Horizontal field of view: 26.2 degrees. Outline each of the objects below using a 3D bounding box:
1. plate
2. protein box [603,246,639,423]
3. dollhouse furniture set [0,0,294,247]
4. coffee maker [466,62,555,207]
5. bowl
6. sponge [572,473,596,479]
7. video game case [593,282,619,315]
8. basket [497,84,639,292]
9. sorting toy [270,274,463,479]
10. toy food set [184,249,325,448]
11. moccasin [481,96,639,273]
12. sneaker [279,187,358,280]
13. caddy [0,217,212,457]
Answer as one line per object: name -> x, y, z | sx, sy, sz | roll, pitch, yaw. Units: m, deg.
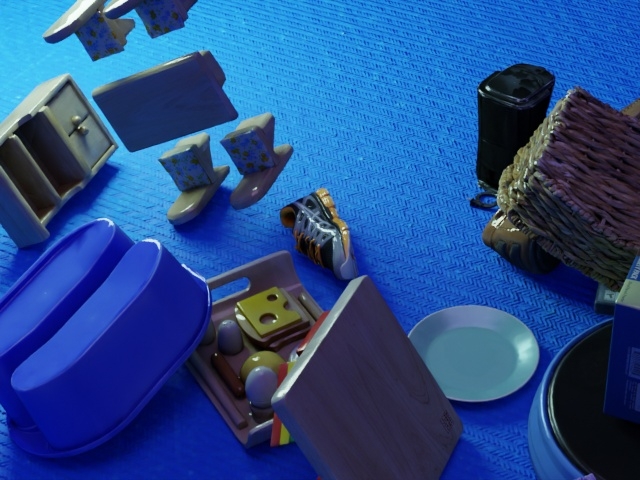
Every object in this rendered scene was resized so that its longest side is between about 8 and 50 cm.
plate -> 0.209, 0.161, 1.911 | 0.188, 0.024, 0.188 | -3, 41, 3
protein box -> 0.466, 0.129, 1.669 | 0.201, 0.200, 0.136 | 15, 45, 21
dollhouse furniture set -> -0.320, -0.168, 2.113 | 0.394, 0.362, 0.256 | -14, 30, 35
coffee maker -> 0.303, -0.165, 2.165 | 0.120, 0.178, 0.171 | 8, 42, 16
bowl -> 0.463, 0.235, 1.758 | 0.391, 0.077, 0.391 | -3, 40, 2
sponge -> 0.339, 0.381, 1.567 | 0.031, 0.117, 0.210 | -13, 41, -13
video game case -> 0.516, 0.030, 2.016 | 0.196, 0.026, 0.274 | 8, 36, 14
basket -> 0.386, -0.016, 1.850 | 0.299, 0.223, 0.213 | 29, 55, -2
sorting toy -> 0.041, 0.223, 1.706 | 0.089, 0.257, 0.255 | -18, 23, 37
toy food set -> -0.068, 0.139, 1.911 | 0.219, 0.092, 0.306 | -23, 44, -19
moccasin -> 0.401, -0.098, 2.107 | 0.380, 0.139, 0.147 | -45, 43, -16
sneaker -> 0.000, 0.000, 2.084 | 0.083, 0.084, 0.215 | -16, 32, -9
caddy -> -0.304, 0.136, 1.870 | 0.241, 0.179, 0.341 | 21, 62, 44
